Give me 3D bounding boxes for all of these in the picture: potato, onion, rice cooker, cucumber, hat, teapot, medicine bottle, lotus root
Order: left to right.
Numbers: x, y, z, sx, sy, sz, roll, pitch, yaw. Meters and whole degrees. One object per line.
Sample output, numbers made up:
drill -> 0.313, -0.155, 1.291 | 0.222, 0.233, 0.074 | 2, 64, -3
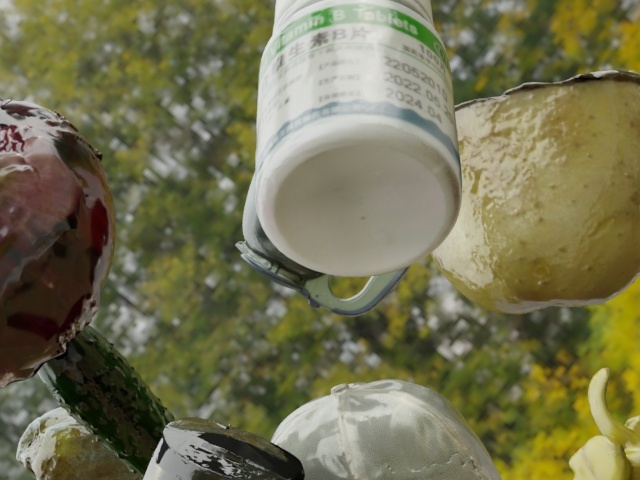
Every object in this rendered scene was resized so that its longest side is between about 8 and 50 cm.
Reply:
onion -> -0.276, 0.008, 1.269 | 0.252, 0.252, 0.219 | -50, -29, -14
lotus root -> -0.195, 0.203, 1.511 | 0.113, 0.192, 0.088 | -169, 81, -64
cucumber -> -0.172, 0.148, 1.343 | 0.069, 0.227, 0.069 | -34, 21, 15
rice cooker -> -0.075, 0.188, 1.133 | 0.165, 0.112, 0.106 | 48, -116, -76
teapot -> -0.005, -0.004, 1.356 | 0.108, 0.149, 0.111 | -60, 26, 6
medicine bottle -> 0.025, -0.101, 1.077 | 0.237, 0.139, 0.139 | -89, 21, -44
hat -> 0.057, 0.209, 1.323 | 0.232, 0.161, 0.275 | -10, -23, 14
potato -> 0.216, -0.033, 1.553 | 0.285, 0.243, 0.242 | -14, 1, 15

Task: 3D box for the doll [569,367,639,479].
doll -> 0.190, 0.082, 0.683 | 0.096, 0.188, 0.145 | 113, 155, -47
